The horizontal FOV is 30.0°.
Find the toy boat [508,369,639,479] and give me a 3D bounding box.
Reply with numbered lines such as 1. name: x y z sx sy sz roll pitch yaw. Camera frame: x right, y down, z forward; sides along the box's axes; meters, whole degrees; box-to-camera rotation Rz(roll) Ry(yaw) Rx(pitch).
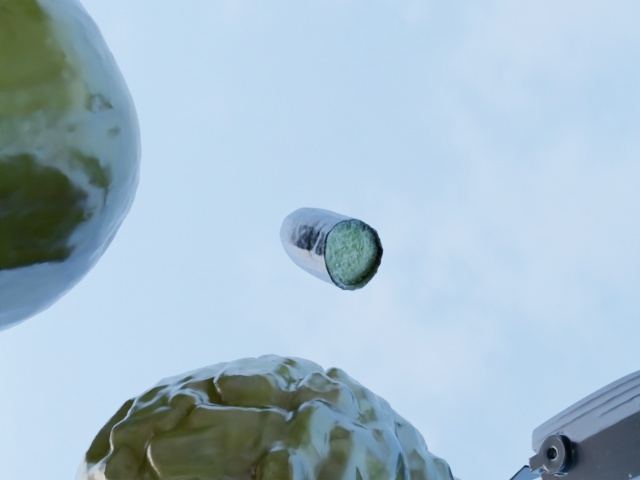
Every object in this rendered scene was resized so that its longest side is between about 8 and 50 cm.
1. toy boat: 0.270 0.156 0.970 0.246 0.103 0.093 -42 -135 45

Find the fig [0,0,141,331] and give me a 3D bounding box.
1. fig: -0.315 -0.077 0.852 0.343 0.343 0.343 -3 -102 14

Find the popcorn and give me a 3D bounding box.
1. popcorn: -0.029 0.208 0.747 0.237 0.293 0.293 -25 -107 18

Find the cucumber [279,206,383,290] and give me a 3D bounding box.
1. cucumber: 0.000 0.000 0.815 0.048 0.048 0.105 -61 -151 -3
